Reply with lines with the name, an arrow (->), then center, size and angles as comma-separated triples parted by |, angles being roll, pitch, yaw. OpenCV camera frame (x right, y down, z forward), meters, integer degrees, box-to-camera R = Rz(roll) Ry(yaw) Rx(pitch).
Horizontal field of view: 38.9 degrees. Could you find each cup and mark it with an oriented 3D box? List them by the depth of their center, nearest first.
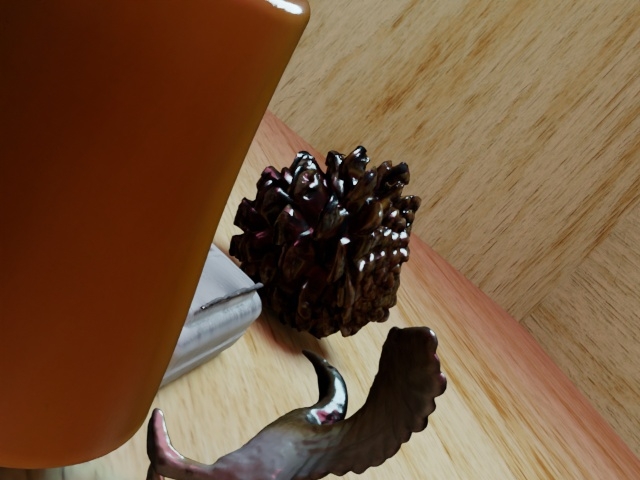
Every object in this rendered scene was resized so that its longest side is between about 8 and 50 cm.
cup -> -0.132, -0.044, 0.449 | 0.182, 0.264, 0.226 | 12, 28, -44

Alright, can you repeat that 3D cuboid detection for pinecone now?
pinecone -> 0.000, 0.000, 0.995 | 0.221, 0.221, 0.221 | 42, 9, -8

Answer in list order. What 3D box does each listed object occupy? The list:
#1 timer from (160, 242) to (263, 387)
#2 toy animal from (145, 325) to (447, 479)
timer -> -0.140, 0.017, 0.682 | 0.178, 0.078, 0.253 | 43, 10, 5
toy animal -> -0.019, 0.119, 0.513 | 0.160, 0.272, 0.197 | -1, 35, -21
